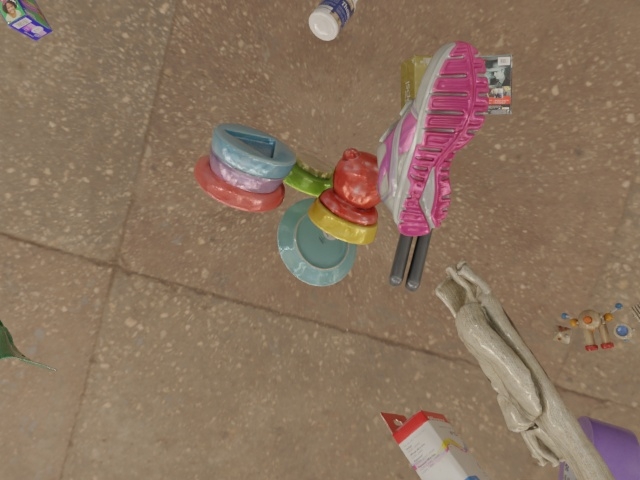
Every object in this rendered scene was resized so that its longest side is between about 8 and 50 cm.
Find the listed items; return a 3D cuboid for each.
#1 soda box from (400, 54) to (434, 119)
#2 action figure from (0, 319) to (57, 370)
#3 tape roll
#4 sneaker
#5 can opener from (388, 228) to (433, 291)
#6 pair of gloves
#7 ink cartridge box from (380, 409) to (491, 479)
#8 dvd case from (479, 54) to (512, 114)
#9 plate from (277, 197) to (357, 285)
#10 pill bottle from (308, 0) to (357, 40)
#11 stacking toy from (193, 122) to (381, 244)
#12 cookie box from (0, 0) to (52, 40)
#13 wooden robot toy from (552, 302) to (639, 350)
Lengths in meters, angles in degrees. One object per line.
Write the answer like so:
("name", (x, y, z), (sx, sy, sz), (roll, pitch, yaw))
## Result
("soda box", (0.172, -0.213, 0.883), (0.058, 0.061, 0.181), (-1, 95, -14))
("action figure", (-0.318, 0.081, 0.436), (0.137, 0.232, 0.063), (4, 102, -38))
("tape roll", (0.504, 0.426, 0.957), (0.080, 0.189, 0.189), (14, 99, 13))
("sneaker", (0.131, -0.139, 0.698), (0.103, 0.111, 0.252), (4, 114, -34))
("can opener", (0.210, -0.027, 1.145), (0.074, 0.093, 0.280), (16, 67, 7))
("pair of gloves", (0.159, 0.116, 0.450), (0.042, 0.240, 0.204), (-31, 78, 6))
("ink cartridge box", (0.225, 0.404, 0.991), (0.078, 0.134, 0.231), (-44, 55, 10))
("dvd case", (0.350, -0.319, 1.080), (0.087, 0.013, 0.119), (8, 124, 30))
("plate", (0.000, 0.000, 1.086), (0.188, 0.024, 0.188), (7, 75, -26))
("pill bottle", (0.032, -0.474, 1.078), (0.067, 0.067, 0.120), (34, 66, -5))
("stacking toy", (-0.042, -0.140, 0.877), (0.309, 0.279, 0.130), (15, 116, -21))
("cookie box", (-0.528, -0.415, 0.908), (0.040, 0.092, 0.107), (-29, 95, 2))
("wooden robot toy", (0.484, 0.149, 0.912), (0.173, 0.079, 0.076), (-19, 66, 33))
